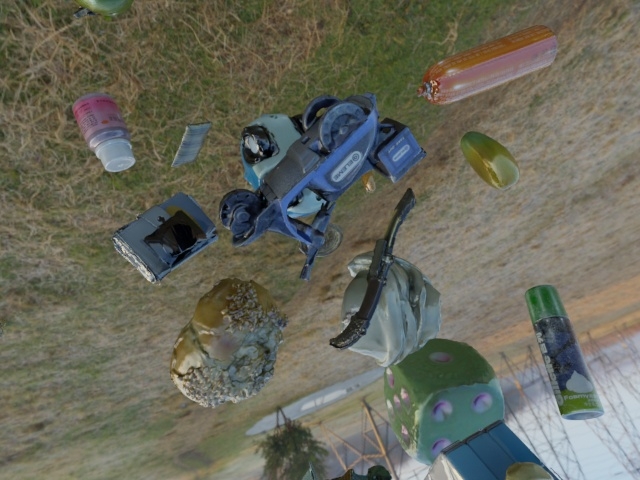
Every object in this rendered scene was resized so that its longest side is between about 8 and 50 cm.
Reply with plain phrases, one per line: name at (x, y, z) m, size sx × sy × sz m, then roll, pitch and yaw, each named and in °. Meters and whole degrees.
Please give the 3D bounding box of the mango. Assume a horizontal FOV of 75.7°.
mango at (0.468, -0.226, 1.148) m, size 0.092 × 0.195 × 0.130 m, roll -42°, pitch 178°, yaw 4°

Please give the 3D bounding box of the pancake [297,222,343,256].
pancake at (0.000, -0.001, 0.997) m, size 0.114 × 0.011 × 0.115 m, roll -8°, pitch 131°, yaw -10°

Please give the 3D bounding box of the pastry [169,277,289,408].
pastry at (-0.200, 0.248, 0.970) m, size 0.255 × 0.161 × 0.311 m, roll 30°, pitch 80°, yaw -42°

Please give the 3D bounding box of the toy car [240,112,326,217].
toy car at (-0.082, -0.162, 0.956) m, size 0.188 × 0.255 × 0.190 m, roll -27°, pitch 171°, yaw -33°

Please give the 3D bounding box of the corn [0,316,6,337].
corn at (-0.841, 0.164, 0.939) m, size 0.079 × 0.080 × 0.237 m, roll -30°, pitch 140°, yaw 12°

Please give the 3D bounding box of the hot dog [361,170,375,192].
hot dog at (0.211, -0.283, 1.859) m, size 0.060 × 0.141 × 0.090 m, roll -7°, pitch 173°, yaw 1°

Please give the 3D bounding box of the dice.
dice at (0.417, 0.554, 1.445) m, size 0.321 × 0.331 × 0.318 m, roll -7°, pitch -165°, yaw -10°

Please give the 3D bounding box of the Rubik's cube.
Rubik's cube at (0.391, 0.599, 0.949) m, size 0.224 × 0.231 × 0.222 m, roll -8°, pitch 128°, yaw -35°

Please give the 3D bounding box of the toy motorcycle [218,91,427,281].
toy motorcycle at (-0.001, -0.094, 0.717) m, size 0.358 × 0.125 × 0.212 m, roll -43°, pitch 125°, yaw 4°

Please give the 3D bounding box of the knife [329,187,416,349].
knife at (0.068, 0.040, 0.501) m, size 0.021 × 0.045 × 0.222 m, roll 19°, pitch 98°, yaw -41°

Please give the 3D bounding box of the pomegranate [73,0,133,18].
pomegranate at (-0.482, -0.599, 0.895) m, size 0.156 × 0.220 × 0.156 m, roll 1°, pitch 177°, yaw 0°

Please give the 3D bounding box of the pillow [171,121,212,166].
pillow at (-0.463, -0.345, 1.476) m, size 0.113 × 0.038 × 0.203 m, roll -30°, pitch 165°, yaw -49°

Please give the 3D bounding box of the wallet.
wallet at (-0.377, -0.015, 1.028) m, size 0.069 × 0.170 × 0.231 m, roll -34°, pitch -172°, yaw 43°

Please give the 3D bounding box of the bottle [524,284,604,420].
bottle at (0.612, 0.275, 1.055) m, size 0.093 × 0.330 × 0.093 m, roll 0°, pitch 144°, yaw 0°

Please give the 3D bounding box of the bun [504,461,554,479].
bun at (0.322, 0.384, 0.644) m, size 0.086 × 0.086 × 0.055 m, roll -27°, pitch -164°, yaw 5°

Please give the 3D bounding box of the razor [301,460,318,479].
razor at (-0.095, 0.324, 0.506) m, size 0.231 × 0.106 × 0.068 m, roll 25°, pitch 100°, yaw -26°

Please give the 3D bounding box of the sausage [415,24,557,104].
sausage at (0.327, -0.350, 0.842) m, size 0.312 × 0.093 × 0.093 m, roll -23°, pitch 155°, yaw -12°

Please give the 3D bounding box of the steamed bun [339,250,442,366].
steamed bun at (0.216, 0.182, 1.157) m, size 0.219 × 0.310 × 0.324 m, roll -7°, pitch 146°, yaw 33°

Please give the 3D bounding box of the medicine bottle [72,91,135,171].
medicine bottle at (-0.725, -0.364, 1.397) m, size 0.147 × 0.247 × 0.147 m, roll -27°, pitch 175°, yaw -2°

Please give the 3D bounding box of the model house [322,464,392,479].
model house at (0.068, 0.785, 1.234) m, size 0.240 × 0.226 × 0.261 m, roll 18°, pitch 178°, yaw 1°
